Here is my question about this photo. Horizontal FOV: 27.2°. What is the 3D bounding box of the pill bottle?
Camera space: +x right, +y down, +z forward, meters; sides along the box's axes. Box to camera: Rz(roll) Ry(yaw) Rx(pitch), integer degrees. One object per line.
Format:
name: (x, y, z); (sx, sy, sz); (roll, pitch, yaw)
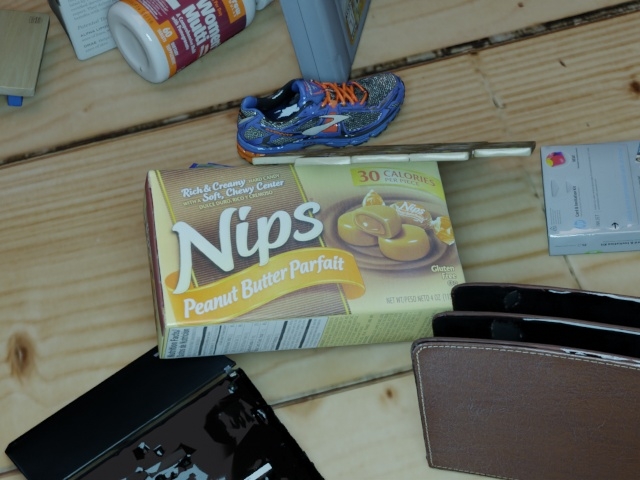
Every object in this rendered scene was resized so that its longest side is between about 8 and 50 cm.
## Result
pill bottle: (-0.165, -0.314, 1.773); (0.221, 0.121, 0.121); (-37, 51, -20)

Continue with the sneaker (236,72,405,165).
sneaker: (-0.001, -0.161, 1.621); (0.221, 0.087, 0.083); (-20, 48, -6)

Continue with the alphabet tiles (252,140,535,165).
alphabet tiles: (0.089, -0.096, 1.442); (0.285, 0.011, 0.342); (-2, 6, 11)

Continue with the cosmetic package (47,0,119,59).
cosmetic package: (-0.309, -0.381, 1.820); (0.151, 0.183, 0.151); (-24, 48, -11)

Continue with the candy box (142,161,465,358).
candy box: (-0.019, 0.016, 1.385); (0.317, 0.087, 0.182); (-4, 61, -12)

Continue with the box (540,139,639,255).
box: (0.345, -0.052, 1.484); (0.186, 0.038, 0.145); (-3, 47, 8)

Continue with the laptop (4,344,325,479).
laptop: (-0.159, 0.236, 1.345); (0.234, 0.136, 0.264); (-34, 76, -18)

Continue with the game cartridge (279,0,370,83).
game cartridge: (0.016, -0.355, 1.720); (0.062, 0.198, 0.297); (3, 50, 14)

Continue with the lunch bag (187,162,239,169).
lunch bag: (-0.099, -0.033, 1.523); (0.129, 0.096, 0.151); (4, 43, 6)

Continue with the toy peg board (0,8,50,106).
toy peg board: (-0.460, -0.238, 1.810); (0.161, 0.079, 0.161); (5, 48, -5)

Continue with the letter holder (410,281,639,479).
letter holder: (0.252, 0.117, 1.228); (0.302, 0.214, 0.152); (7, 50, 18)
